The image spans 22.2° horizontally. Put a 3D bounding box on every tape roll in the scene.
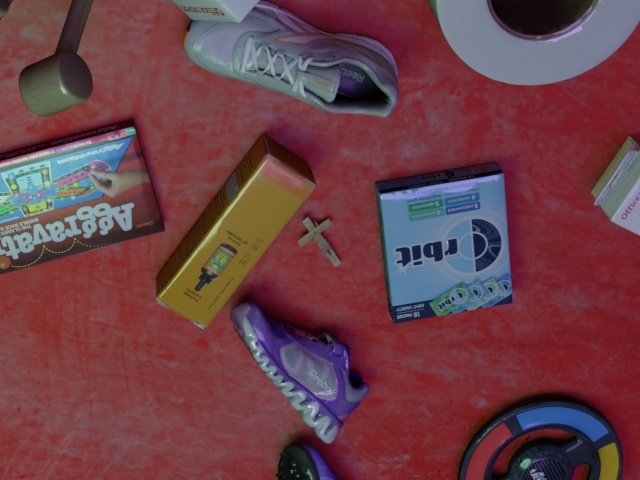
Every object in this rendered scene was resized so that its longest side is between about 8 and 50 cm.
[{"bbox_3d":[0.230,-0.317,1.820,0.246,0.169,0.246,-5,123,-7],"label":"tape roll"}]

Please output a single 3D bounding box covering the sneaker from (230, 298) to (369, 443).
[{"bbox_3d":[-0.021,0.147,2.062,0.104,0.095,0.236,-38,120,2],"label":"sneaker"}]

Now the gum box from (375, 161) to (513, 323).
[{"bbox_3d":[0.156,0.004,2.046,0.157,0.041,0.184,-10,116,-5],"label":"gum box"}]

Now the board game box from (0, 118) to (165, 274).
[{"bbox_3d":[-0.340,-0.041,1.948,0.281,0.027,0.145,-15,118,-2],"label":"board game box"}]

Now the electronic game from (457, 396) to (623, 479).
[{"bbox_3d":[0.299,0.314,2.214,0.229,0.048,0.229,-4,116,-8],"label":"electronic game"}]

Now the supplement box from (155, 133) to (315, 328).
[{"bbox_3d":[-0.106,-0.010,1.975,0.078,0.080,0.233,33,104,-21],"label":"supplement box"}]

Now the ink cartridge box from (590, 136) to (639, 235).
[{"bbox_3d":[0.415,-0.057,2.034,0.143,0.090,0.092,26,108,-19],"label":"ink cartridge box"}]

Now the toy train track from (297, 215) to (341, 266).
[{"bbox_3d":[0.000,0.000,2.034,0.048,0.014,0.083,-36,122,0],"label":"toy train track"}]

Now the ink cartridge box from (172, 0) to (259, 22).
[{"bbox_3d":[-0.160,-0.337,1.754,0.219,0.160,0.092,42,81,-23],"label":"ink cartridge box"}]

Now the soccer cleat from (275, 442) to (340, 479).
[{"bbox_3d":[0.030,0.391,2.187,0.116,0.109,0.318,-27,116,-22],"label":"soccer cleat"}]

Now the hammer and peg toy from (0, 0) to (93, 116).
[{"bbox_3d":[-0.373,-0.302,1.705,0.127,0.266,0.361,-22,120,26],"label":"hammer and peg toy"}]

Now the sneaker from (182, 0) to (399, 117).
[{"bbox_3d":[-0.026,-0.204,1.871,0.262,0.121,0.099,10,112,-14],"label":"sneaker"}]
